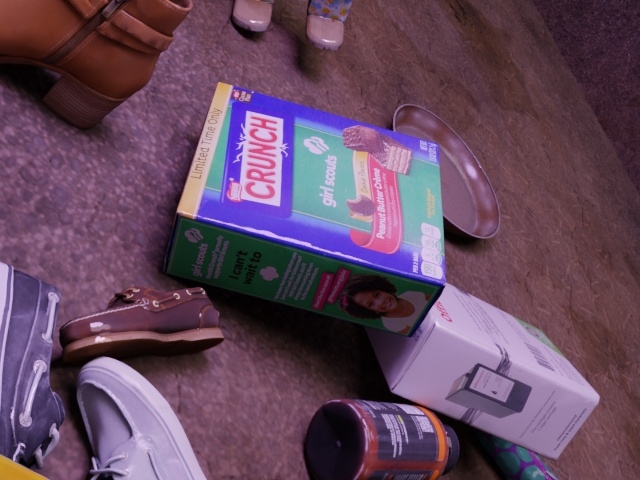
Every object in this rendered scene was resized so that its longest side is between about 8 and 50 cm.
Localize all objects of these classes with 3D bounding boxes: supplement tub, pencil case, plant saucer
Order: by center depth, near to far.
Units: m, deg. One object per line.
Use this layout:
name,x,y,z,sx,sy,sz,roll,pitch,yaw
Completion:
supplement tub,0.083,0.250,0.946,0.197,0.106,0.106,17,47,-42
pencil case,0.297,0.325,1.170,0.152,0.070,0.064,53,33,2
plant saucer,0.236,-0.127,1.531,0.310,0.050,0.311,31,39,-29

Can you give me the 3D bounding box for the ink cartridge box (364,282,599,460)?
ink cartridge box,0.210,0.160,1.077,0.272,0.115,0.198,26,15,-18

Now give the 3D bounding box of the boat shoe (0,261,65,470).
boat shoe,-0.259,0.149,0.631,0.102,0.108,0.301,24,36,-34

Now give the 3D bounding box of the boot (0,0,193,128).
boot,-0.299,-0.266,0.847,0.283,0.220,0.109,40,36,-19

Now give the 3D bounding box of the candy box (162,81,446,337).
candy box,-0.012,-0.046,0.986,0.317,0.122,0.268,14,44,-8

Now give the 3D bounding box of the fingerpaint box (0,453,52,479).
fingerpaint box,-0.315,0.249,0.281,0.370,0.163,0.445,24,33,8

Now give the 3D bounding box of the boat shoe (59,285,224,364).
boat shoe,-0.184,0.083,0.802,0.207,0.073,0.073,6,61,-60

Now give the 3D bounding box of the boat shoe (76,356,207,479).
boat shoe,-0.162,0.213,0.704,0.228,0.079,0.081,58,29,1

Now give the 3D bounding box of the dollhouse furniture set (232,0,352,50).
dollhouse furniture set,-0.098,-0.491,1.199,0.393,0.362,0.257,11,44,-9
